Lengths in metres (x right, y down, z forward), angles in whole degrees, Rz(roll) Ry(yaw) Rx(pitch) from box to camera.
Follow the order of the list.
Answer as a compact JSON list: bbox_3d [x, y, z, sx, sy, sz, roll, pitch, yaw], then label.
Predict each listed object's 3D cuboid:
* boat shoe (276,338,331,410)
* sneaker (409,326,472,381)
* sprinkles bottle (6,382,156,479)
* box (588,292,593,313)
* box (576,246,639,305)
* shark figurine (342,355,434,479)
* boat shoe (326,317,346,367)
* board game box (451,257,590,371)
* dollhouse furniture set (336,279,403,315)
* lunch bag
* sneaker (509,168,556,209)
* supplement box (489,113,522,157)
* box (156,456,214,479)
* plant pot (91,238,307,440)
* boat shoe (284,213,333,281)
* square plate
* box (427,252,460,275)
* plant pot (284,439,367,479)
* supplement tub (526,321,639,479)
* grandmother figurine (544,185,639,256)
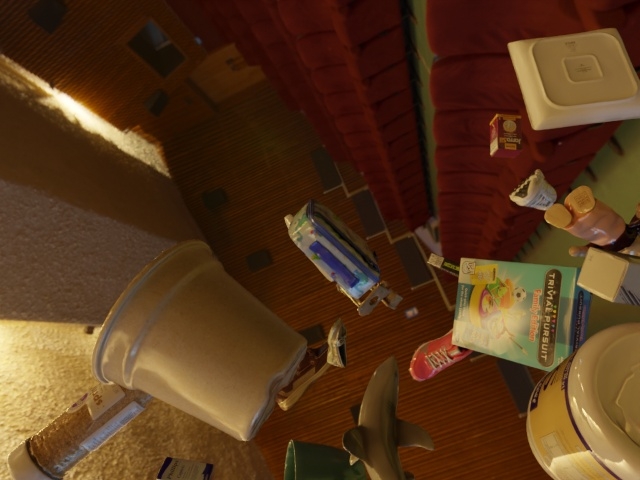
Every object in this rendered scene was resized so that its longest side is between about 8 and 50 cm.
[{"bbox_3d":[-0.052,0.446,1.665,0.123,0.342,0.123,45,171,-1],"label":"boat shoe"},{"bbox_3d":[0.451,0.396,1.653,0.116,0.313,0.136,53,-179,5],"label":"sneaker"},{"bbox_3d":[-0.511,0.404,1.051,0.121,0.355,0.121,44,161,19],"label":"sprinkles bottle"},{"bbox_3d":[0.895,0.243,1.702,0.103,0.184,0.261,-47,-43,-36],"label":"box"},{"bbox_3d":[0.723,0.091,1.009,0.113,0.275,0.094,-125,46,-71],"label":"box"},{"bbox_3d":[0.087,0.294,0.610,0.116,0.166,0.278,33,-167,-31],"label":"shark figurine"},{"bbox_3d":[0.047,0.253,1.129,0.056,0.048,0.153,-46,-31,-50],"label":"boat shoe"},{"bbox_3d":[0.512,0.183,1.207,0.336,0.079,0.254,3,86,57],"label":"board game box"},{"bbox_3d":[0.123,0.133,1.346,0.161,0.101,0.182,29,-167,-50],"label":"dollhouse furniture set"},{"bbox_3d":[0.034,0.016,1.003,0.219,0.090,0.176,43,-164,-11],"label":"lunch bag"},{"bbox_3d":[0.668,-0.145,1.413,0.118,0.110,0.292,50,-147,11],"label":"sneaker"},{"bbox_3d":[0.398,-0.224,0.987,0.043,0.054,0.083,97,177,-75],"label":"supplement box"},{"bbox_3d":[-0.367,0.668,1.253,0.072,0.137,0.126,-79,-3,-62],"label":"box"},{"bbox_3d":[-0.205,0.216,0.911,0.305,0.334,0.334,30,-176,10],"label":"plant pot"},{"bbox_3d":[0.000,-0.004,1.954,0.367,0.156,0.136,48,162,29],"label":"boat shoe"},{"bbox_3d":[0.784,-0.507,1.395,0.049,0.347,0.344,75,-170,-67],"label":"square plate"},{"bbox_3d":[0.488,0.109,1.573,0.190,0.045,0.184,24,178,39],"label":"box"},{"bbox_3d":[0.015,0.785,1.439,0.293,0.235,0.293,-174,90,-80],"label":"plant pot"},{"bbox_3d":[0.484,0.295,0.744,0.331,0.240,0.241,78,175,-59],"label":"supplement tub"},{"bbox_3d":[0.741,-0.027,1.177,0.342,0.207,0.104,24,-131,-29],"label":"grandmother figurine"}]
